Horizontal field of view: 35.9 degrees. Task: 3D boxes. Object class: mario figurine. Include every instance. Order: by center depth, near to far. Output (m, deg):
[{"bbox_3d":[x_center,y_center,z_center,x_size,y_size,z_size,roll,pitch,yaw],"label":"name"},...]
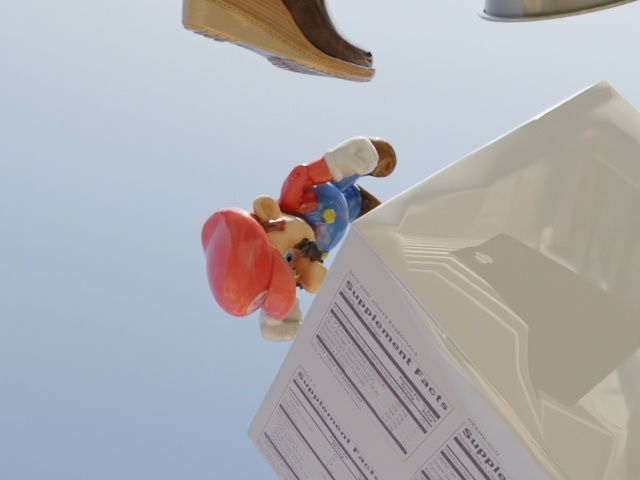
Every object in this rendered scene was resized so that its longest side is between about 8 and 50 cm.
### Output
[{"bbox_3d":[0.000,0.000,1.153,0.320,0.170,0.198,-40,-67,-46],"label":"mario figurine"}]

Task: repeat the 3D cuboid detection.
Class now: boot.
[{"bbox_3d":[-0.014,-0.269,0.935,0.248,0.090,0.207,13,-87,-45],"label":"boot"}]

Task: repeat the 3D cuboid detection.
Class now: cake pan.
[{"bbox_3d":[0.375,-0.388,1.462,0.293,0.293,0.054,-22,-67,-21],"label":"cake pan"}]

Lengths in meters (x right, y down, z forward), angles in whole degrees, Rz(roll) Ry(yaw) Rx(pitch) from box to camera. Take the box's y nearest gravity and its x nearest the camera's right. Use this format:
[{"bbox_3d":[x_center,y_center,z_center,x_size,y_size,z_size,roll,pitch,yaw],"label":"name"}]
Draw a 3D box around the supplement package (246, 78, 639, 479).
[{"bbox_3d":[0.112,0.089,0.575,0.199,0.263,0.198,-30,-110,-30],"label":"supplement package"}]
